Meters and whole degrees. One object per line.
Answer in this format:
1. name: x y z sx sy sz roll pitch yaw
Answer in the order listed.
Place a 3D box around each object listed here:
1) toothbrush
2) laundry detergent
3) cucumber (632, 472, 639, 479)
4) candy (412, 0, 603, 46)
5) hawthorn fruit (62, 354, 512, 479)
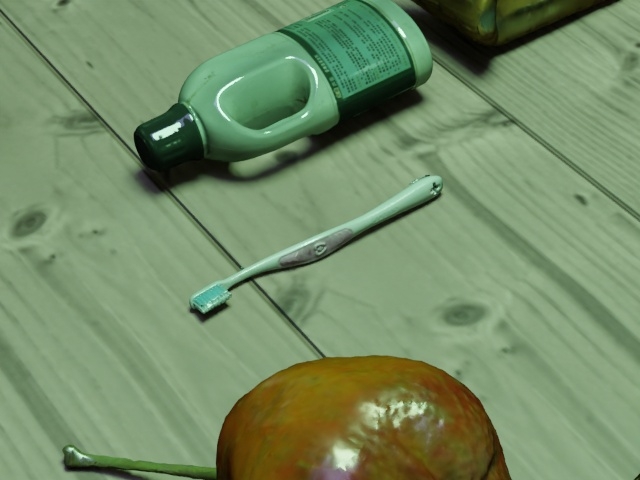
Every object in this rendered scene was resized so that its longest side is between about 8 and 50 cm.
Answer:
1. toothbrush: 0.000 0.000 0.927 0.204 0.017 0.022 -27 40 -22
2. laundry detergent: -0.033 -0.110 1.000 0.226 0.070 0.099 -27 57 -23
3. cucumber: 0.338 0.123 0.745 0.359 0.096 0.096 -3 45 3
4. candy: 0.194 -0.234 1.097 0.271 0.101 0.143 -22 42 -26
5. hawthorn fruit: -0.024 0.138 0.737 0.285 0.165 0.165 -6 34 46
